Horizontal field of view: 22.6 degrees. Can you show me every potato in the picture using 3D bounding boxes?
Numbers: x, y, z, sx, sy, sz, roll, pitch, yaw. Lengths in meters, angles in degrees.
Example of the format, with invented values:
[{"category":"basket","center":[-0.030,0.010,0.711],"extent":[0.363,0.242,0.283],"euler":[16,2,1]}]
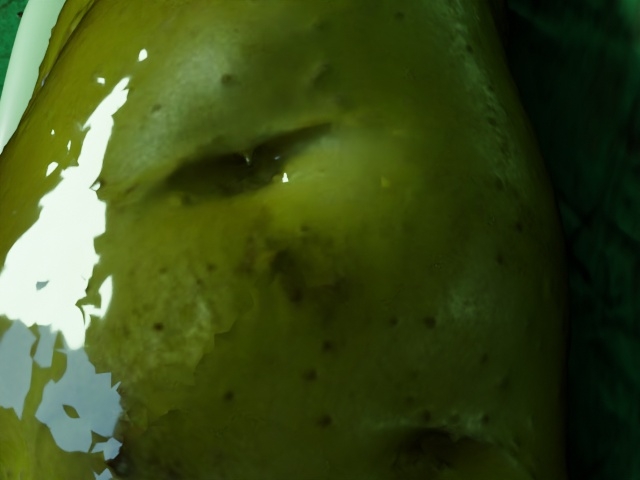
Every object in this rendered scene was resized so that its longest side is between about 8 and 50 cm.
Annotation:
[{"category":"potato","center":[-0.019,-0.021,0.454],"extent":[0.195,0.176,0.369],"euler":[70,-163,-47]}]

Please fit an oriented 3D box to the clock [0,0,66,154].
[{"category":"clock","center":[-0.076,0.069,0.680],"extent":[0.265,0.109,0.324],"euler":[94,178,-54]}]
